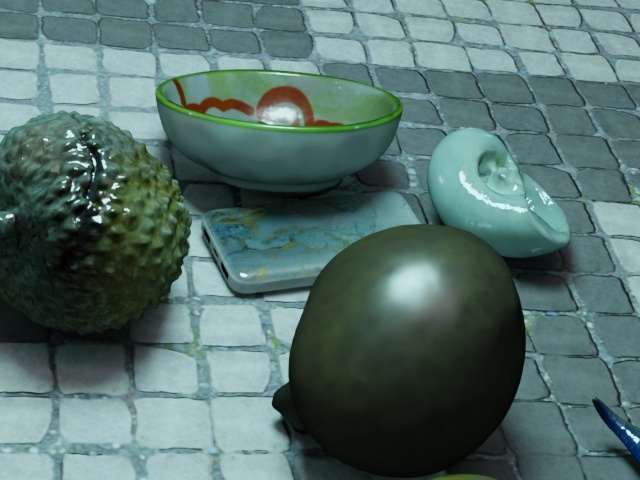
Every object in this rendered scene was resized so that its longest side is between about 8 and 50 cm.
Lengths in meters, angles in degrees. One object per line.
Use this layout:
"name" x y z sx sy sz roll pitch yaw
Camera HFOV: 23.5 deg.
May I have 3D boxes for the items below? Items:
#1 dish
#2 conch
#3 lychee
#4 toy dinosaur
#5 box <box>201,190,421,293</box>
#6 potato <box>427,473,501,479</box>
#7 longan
"dish" -0.057 -0.130 2.009 0.324 0.124 0.324 4 18 -1
"conch" 0.233 -0.052 2.010 0.184 0.121 0.221 -7 47 -30
"lychee" -0.262 -0.021 1.713 0.274 0.255 0.255 -3 36 -45
"toy dinosaur" 0.386 0.275 1.665 0.247 0.075 0.188 26 45 9
"box" 0.000 0.000 1.939 0.285 0.044 0.142 -7 44 -24
"potato" 0.179 0.364 1.379 0.351 0.202 0.218 35 28 8
"longan" 0.084 0.121 1.644 0.243 0.300 0.300 53 35 -14
